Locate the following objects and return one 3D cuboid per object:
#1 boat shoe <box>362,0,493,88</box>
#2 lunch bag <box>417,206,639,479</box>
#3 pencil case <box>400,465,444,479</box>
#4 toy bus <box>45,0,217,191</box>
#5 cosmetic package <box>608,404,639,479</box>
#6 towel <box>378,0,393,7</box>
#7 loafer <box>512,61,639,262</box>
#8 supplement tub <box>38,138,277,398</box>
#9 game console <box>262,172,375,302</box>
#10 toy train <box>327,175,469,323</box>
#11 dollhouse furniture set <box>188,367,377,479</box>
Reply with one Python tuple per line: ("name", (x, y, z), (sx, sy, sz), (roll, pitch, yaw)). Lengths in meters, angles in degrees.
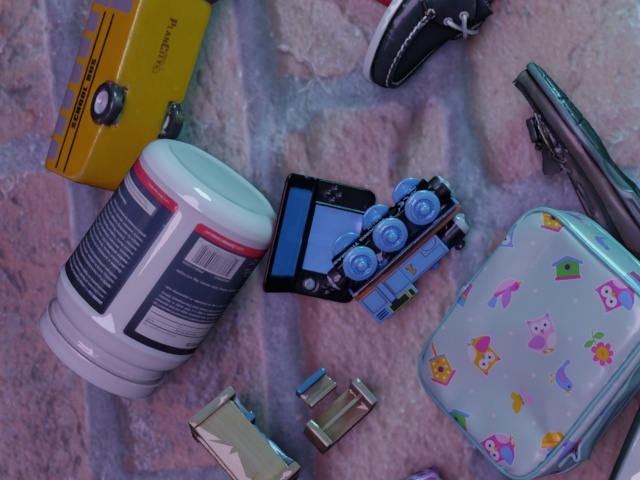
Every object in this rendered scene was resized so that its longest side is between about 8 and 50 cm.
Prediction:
("boat shoe", (0.165, -0.292, 1.511), (0.091, 0.114, 0.302), (38, 99, 17))
("lunch bag", (0.255, 0.123, 1.451), (0.224, 0.108, 0.279), (45, 114, 26))
("pencil case", (0.144, 0.371, 1.535), (0.088, 0.086, 0.206), (-32, 80, 40))
("toy bus", (-0.226, -0.225, 1.595), (0.130, 0.108, 0.332), (23, 97, 49))
("cosmetic package", (0.405, 0.251, 1.311), (0.217, 0.385, 0.156), (24, 93, 16))
("towel", (0.081, -0.427, 1.527), (0.199, 0.031, 0.275), (33, 122, 11))
("loafer", (0.295, -0.079, 1.491), (0.084, 0.096, 0.267), (-38, 83, 17))
("supplement tub", (-0.195, 0.033, 1.556), (0.191, 0.191, 0.272), (39, 103, 11))
("game console", (0.000, 0.000, 1.548), (0.124, 0.085, 0.144), (12, 94, -9))
("toy train", (0.095, 0.007, 1.538), (0.184, 0.080, 0.105), (-42, 113, 3))
("dollhouse furniture set", (-0.047, 0.217, 1.575), (0.184, 0.129, 0.129), (-40, 79, -14))
